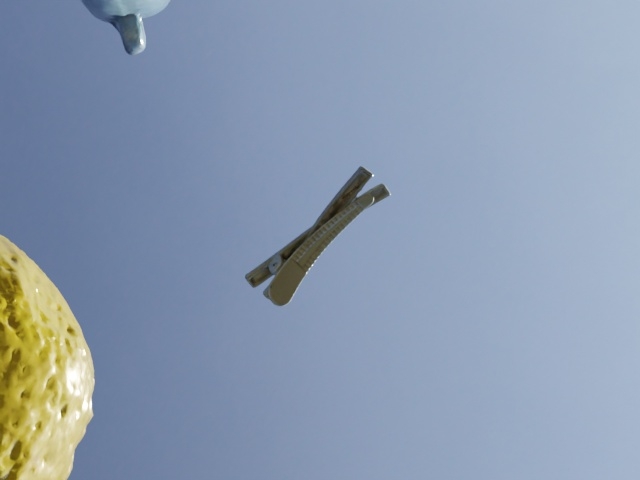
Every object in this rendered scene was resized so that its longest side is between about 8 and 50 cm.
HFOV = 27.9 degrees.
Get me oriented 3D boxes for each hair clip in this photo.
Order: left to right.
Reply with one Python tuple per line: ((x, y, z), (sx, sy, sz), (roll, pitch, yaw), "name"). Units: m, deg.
((0.001, 0.001, 0.876), (0.030, 0.115, 0.039), (40, -173, -32), "hair clip")

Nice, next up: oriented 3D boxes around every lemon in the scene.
((-0.205, 0.067, 0.608), (0.193, 0.180, 0.180), (59, -135, -29), "lemon")

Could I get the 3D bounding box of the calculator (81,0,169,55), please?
((-0.085, -0.173, 0.472), (0.039, 0.121, 0.210), (-9, -87, -1), "calculator")
